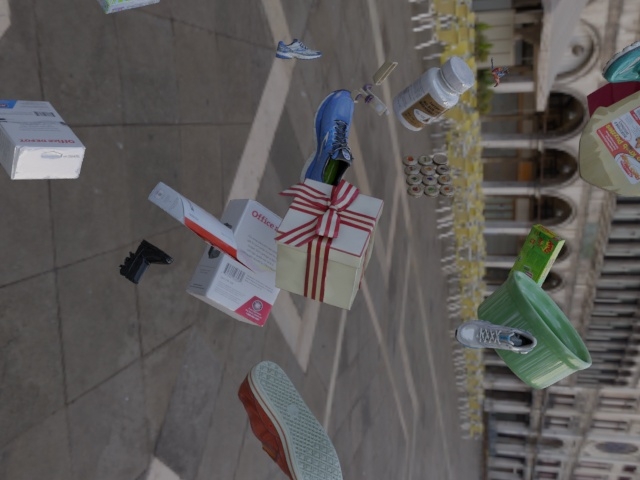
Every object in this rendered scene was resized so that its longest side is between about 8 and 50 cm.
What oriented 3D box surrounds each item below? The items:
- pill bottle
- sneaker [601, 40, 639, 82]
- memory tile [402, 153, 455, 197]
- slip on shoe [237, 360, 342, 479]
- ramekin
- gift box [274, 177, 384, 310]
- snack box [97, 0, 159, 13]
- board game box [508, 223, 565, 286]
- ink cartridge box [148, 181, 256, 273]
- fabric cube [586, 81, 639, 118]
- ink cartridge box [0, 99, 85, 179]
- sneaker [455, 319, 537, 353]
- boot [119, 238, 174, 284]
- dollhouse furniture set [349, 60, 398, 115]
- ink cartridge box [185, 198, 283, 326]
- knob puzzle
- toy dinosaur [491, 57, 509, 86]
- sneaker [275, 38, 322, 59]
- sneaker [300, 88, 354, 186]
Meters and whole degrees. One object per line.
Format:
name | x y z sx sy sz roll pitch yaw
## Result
pill bottle | 0.335 -0.434 1.974 0.131 0.229 0.131 23 52 -32
sneaker | 0.787 -0.393 1.514 0.107 0.275 0.110 77 10 -62
memory tile | 0.255 -0.154 1.575 0.012 0.113 0.148 92 -3 -45
slip on shoe | -0.062 0.404 1.339 0.123 0.101 0.331 -11 62 -50
ramekin | 0.553 0.241 1.760 0.303 0.148 0.303 40 23 -21
gift box | 0.000 0.000 1.756 0.258 0.276 0.255 99 7 -45
snack box | -0.434 -0.564 1.474 0.141 0.037 0.100 -31 91 -37
board game box | 0.639 0.053 1.981 0.043 0.092 0.181 -12 130 -43
ink cartridge box | -0.248 -0.030 1.474 0.066 0.232 0.189 -58 141 -6
fabric cube | 0.893 -0.301 1.755 0.259 0.254 0.258 148 -64 -80
ink cartridge box | -0.623 -0.218 1.436 0.148 0.203 0.086 -7 132 -44
sneaker | 0.413 0.223 1.562 0.083 0.191 0.071 67 28 -80
boot | -0.408 0.058 1.557 0.099 0.121 0.045 -56 145 -13
dollhouse furniture set | 0.140 -0.337 1.486 0.114 0.081 0.091 -48 170 26
ink cartridge box | -0.215 0.064 1.936 0.226 0.131 0.306 35 70 -34
knob puzzle | 0.562 -0.163 1.231 0.030 0.213 0.213 61 32 -78
toy dinosaur | 0.487 -0.454 1.825 0.082 0.047 0.090 -35 132 -50
sneaker | -0.061 -0.553 1.930 0.052 0.135 0.058 -122 -146 -72
sneaker | 0.051 -0.281 1.982 0.130 0.147 0.329 6 100 -37
